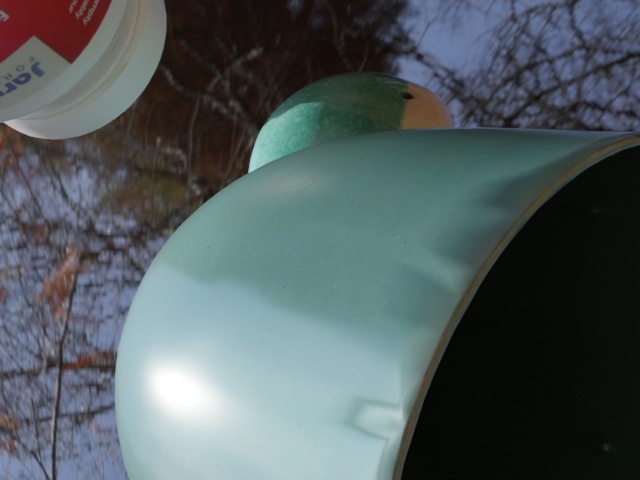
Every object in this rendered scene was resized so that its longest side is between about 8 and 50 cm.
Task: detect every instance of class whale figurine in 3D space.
[{"bbox_3d":[0.000,0.000,1.083,0.141,0.272,0.216,19,-148,-6],"label":"whale figurine"}]

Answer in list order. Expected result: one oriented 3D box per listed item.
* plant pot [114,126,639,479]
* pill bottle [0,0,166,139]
[{"bbox_3d":[0.045,0.079,0.686,0.293,0.235,0.293,-13,-70,-42],"label":"plant pot"},{"bbox_3d":[-0.272,-0.217,1.003,0.229,0.408,0.229,-6,-108,20],"label":"pill bottle"}]
